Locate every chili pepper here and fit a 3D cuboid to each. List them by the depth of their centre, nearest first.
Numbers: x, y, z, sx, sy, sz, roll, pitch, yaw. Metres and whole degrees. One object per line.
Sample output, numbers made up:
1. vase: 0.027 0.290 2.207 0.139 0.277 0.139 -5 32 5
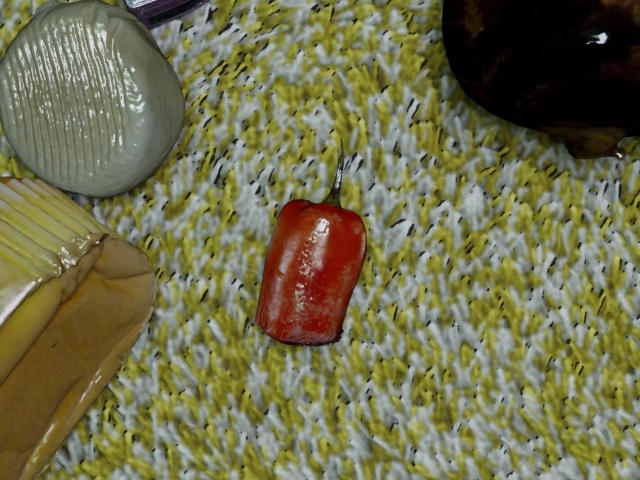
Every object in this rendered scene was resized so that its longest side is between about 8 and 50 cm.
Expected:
1. chili pepper: 0.000 0.000 0.839 0.084 0.086 0.192 15 95 30

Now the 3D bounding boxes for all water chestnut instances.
1. water chestnut: 0.266 -0.244 0.736 0.335 0.335 0.347 5 83 1

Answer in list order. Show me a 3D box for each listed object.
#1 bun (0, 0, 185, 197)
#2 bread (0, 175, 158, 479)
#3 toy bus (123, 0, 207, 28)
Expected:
1. bun: -0.203 -0.133 0.839 0.166 0.113 0.173 26 111 5
2. bread: -0.290 0.086 0.793 0.156 0.204 0.288 29 83 21
3. toy bus: -0.177 -0.309 0.859 0.096 0.108 0.199 -26 87 -6
